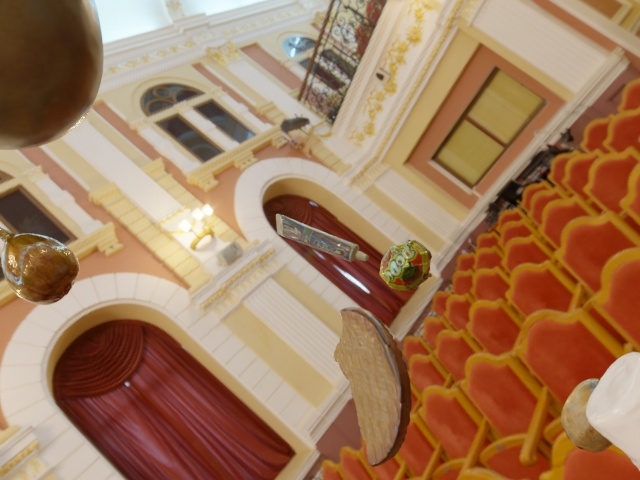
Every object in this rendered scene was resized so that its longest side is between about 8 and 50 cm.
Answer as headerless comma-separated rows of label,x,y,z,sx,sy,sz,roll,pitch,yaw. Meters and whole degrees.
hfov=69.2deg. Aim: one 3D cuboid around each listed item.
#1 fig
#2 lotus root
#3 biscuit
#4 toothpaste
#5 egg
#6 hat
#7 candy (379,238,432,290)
fig,-0.222,0.011,0.348,0.050,0.083,0.050,-45,11,11
lotus root,0.634,0.386,1.057,0.118,0.125,0.220,-30,-38,-58
biscuit,0.077,0.225,0.722,0.031,0.228,0.176,1,2,-31
toothpaste,0.000,0.000,0.882,0.034,0.197,0.057,-54,-24,-37
egg,-0.372,-0.259,0.458,0.259,0.352,0.258,-19,26,10
hat,0.429,0.222,0.591,0.203,0.126,0.203,-48,-20,-25
candy,0.189,0.054,0.892,0.091,0.083,0.305,-44,-21,13
